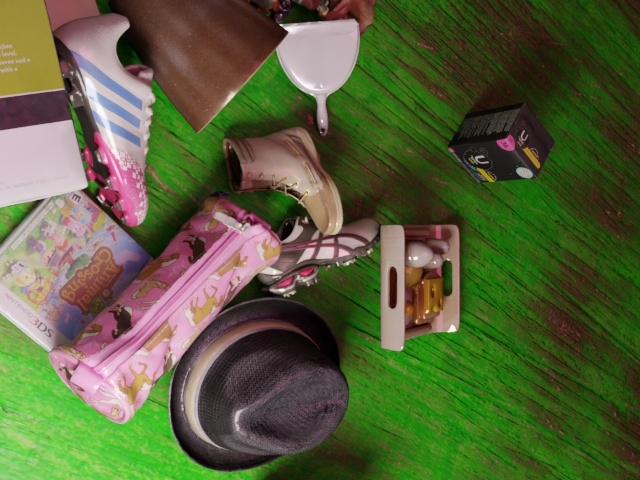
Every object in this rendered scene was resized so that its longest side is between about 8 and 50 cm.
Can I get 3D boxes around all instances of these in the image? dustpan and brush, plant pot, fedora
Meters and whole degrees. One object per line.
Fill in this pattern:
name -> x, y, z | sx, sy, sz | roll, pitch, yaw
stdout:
dustpan and brush -> -0.001, -0.283, 1.520 | 0.147, 0.060, 0.211 | -4, 110, -1
plant pot -> -0.204, -0.323, 1.325 | 0.230, 0.215, 0.215 | 42, 65, -13
fedora -> -0.073, 0.253, 1.401 | 0.333, 0.152, 0.334 | -8, 104, -35

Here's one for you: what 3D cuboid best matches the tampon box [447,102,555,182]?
tampon box -> 0.368, -0.195, 1.751 | 0.120, 0.161, 0.101 | 43, 66, -27

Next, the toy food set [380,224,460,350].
toy food set -> 0.200, 0.079, 1.612 | 0.306, 0.092, 0.220 | -1, 91, -61

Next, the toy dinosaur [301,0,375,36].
toy dinosaur -> 0.062, -0.457, 1.561 | 0.200, 0.127, 0.296 | 11, 88, -42

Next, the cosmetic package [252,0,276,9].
cosmetic package -> -0.190, -0.545, 1.284 | 0.384, 0.156, 0.217 | 26, 74, -11

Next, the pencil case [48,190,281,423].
pencil case -> -0.228, 0.096, 1.296 | 0.386, 0.160, 0.167 | -48, 141, -29

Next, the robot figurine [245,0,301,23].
robot figurine -> -0.112, -0.509, 1.452 | 0.211, 0.085, 0.291 | 18, 78, -34

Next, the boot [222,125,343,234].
boot -> -0.065, -0.093, 1.454 | 0.165, 0.077, 0.213 | -12, 68, -34

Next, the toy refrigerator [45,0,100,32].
toy refrigerator -> -0.399, -0.394, 1.230 | 0.094, 0.102, 0.270 | -25, 103, -34

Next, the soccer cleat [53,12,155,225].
soccer cleat -> -0.284, -0.169, 1.239 | 0.143, 0.116, 0.331 | -35, 136, -25

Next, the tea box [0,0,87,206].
tea box -> -0.470, -0.187, 1.034 | 0.219, 0.329, 0.324 | -15, 97, -35

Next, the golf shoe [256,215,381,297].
golf shoe -> 0.000, 0.000, 1.518 | 0.272, 0.105, 0.120 | -26, 97, -34

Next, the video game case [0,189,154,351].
video game case -> -0.381, 0.046, 1.284 | 0.193, 0.023, 0.212 | 47, 63, -26
